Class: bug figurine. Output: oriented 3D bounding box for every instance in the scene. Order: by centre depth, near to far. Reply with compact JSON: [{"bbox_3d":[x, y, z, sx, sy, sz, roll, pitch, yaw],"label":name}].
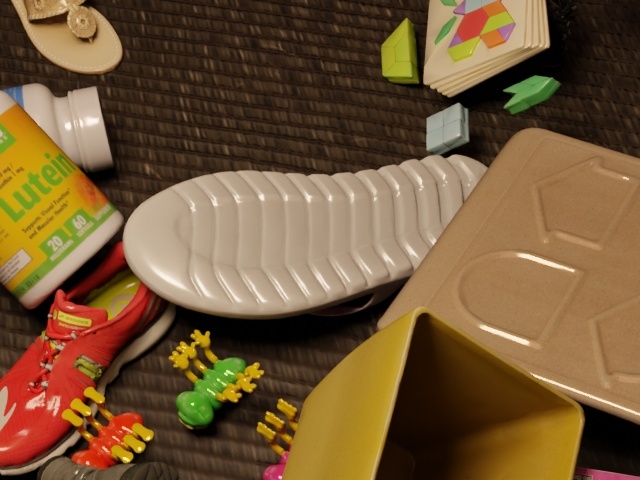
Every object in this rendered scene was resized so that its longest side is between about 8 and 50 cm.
[{"bbox_3d":[-0.101,0.216,1.643,0.279,0.072,0.216,34,63,25],"label":"bug figurine"}]

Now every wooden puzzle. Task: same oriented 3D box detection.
[{"bbox_3d":[0.275,0.044,1.671,0.348,0.080,0.322,16,47,26],"label":"wooden puzzle"}]

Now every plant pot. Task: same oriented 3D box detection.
[{"bbox_3d":[0.077,0.212,1.520,0.187,0.212,0.212,-20,45,48],"label":"plant pot"}]

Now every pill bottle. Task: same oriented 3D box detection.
[{"bbox_3d":[-0.326,-0.062,1.727,0.245,0.136,0.136,47,65,-6],"label":"pill bottle"},{"bbox_3d":[-0.339,-0.101,1.855,0.222,0.124,0.124,-13,55,-4],"label":"pill bottle"}]

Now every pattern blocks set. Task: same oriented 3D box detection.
[{"bbox_3d":[0.180,-0.256,1.887,0.285,0.026,0.324,-32,45,26],"label":"pattern blocks set"}]

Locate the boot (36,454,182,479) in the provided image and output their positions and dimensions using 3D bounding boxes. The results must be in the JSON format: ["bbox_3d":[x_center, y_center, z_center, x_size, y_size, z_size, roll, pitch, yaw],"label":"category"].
[{"bbox_3d":[-0.175,0.312,1.566,0.083,0.246,0.161,-13,3,-44],"label":"boot"}]

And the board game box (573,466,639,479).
[{"bbox_3d":[0.330,0.331,1.515,0.303,0.097,0.224,8,57,10],"label":"board game box"}]

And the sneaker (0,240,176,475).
[{"bbox_3d":[-0.253,0.105,1.706,0.107,0.118,0.279,25,60,21],"label":"sneaker"}]

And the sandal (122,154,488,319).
[{"bbox_3d":[0.004,0.013,1.767,0.416,0.102,0.169,-7,57,-18],"label":"sandal"}]

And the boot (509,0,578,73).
[{"bbox_3d":[0.223,-0.235,1.923,0.121,0.099,0.045,8,54,10],"label":"boot"}]

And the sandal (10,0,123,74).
[{"bbox_3d":[-0.320,-0.290,2.016,0.088,0.079,0.240,-32,58,-17],"label":"sandal"}]
